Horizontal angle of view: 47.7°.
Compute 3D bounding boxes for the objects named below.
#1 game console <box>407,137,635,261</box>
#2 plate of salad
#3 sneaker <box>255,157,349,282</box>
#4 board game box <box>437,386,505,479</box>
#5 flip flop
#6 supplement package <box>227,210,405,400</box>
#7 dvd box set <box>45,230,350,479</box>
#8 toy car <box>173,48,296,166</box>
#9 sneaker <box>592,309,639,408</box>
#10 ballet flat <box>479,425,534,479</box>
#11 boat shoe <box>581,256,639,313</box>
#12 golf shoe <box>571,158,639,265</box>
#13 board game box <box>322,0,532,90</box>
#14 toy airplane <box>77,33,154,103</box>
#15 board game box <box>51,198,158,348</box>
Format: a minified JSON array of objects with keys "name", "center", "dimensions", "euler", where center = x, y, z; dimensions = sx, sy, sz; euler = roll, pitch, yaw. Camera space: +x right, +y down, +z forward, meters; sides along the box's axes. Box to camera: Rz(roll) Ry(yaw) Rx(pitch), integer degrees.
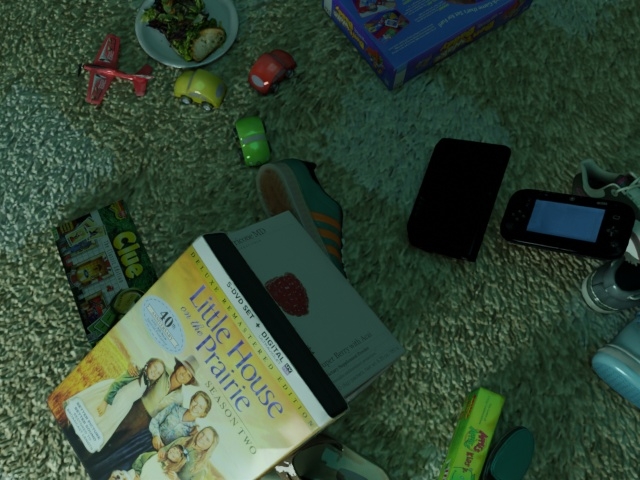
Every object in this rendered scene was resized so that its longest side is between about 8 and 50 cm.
[{"name":"game console","center":[0.333,-0.056,1.215],"dimensions":[0.362,0.044,0.213],"euler":[12,74,29]},{"name":"plate of salad","center":[-0.258,-0.424,1.396],"dimensions":[0.200,0.048,0.199],"euler":[0,72,-1]},{"name":"sneaker","center":[0.000,0.000,1.226],"dimensions":[0.121,0.108,0.302],"euler":[-19,89,-42]},{"name":"board game box","center":[0.229,0.326,1.129],"dimensions":[0.043,0.092,0.181],"euler":[22,72,5]},{"name":"flip flop","center":[-0.016,0.345,1.122],"dimensions":[0.277,0.080,0.112],"euler":[24,72,6]},{"name":"supplement package","center":[-0.053,0.132,1.111],"dimensions":[0.178,0.175,0.293],"euler":[-25,70,-46]},{"name":"dvd box set","center":[-0.197,0.234,1.040],"dimensions":[0.420,0.062,0.307],"euler":[-43,75,25]},{"name":"toy car","center":[-0.139,-0.245,1.334],"dimensions":[0.239,0.053,0.224],"euler":[-15,72,-6]},{"name":"sneaker","center":[0.626,0.220,1.160],"dimensions":[0.319,0.127,0.208],"euler":[40,76,10]},{"name":"ballet flat","center":[0.263,0.380,1.123],"dimensions":[0.072,0.068,0.213],"euler":[40,62,-14]},{"name":"boat shoe","center":[0.604,0.030,1.236],"dimensions":[0.320,0.099,0.116],"euler":[-23,73,-9]},{"name":"golf shoe","center":[0.512,-0.041,1.182],"dimensions":[0.105,0.120,0.273],"euler":[-30,34,-16]},{"name":"board game box","center":[0.211,-0.476,1.410],"dimensions":[0.347,0.078,0.233],"euler":[-32,75,-11]},{"name":"toy airplane","center":[-0.383,-0.317,1.366],"dimensions":[0.151,0.028,0.151],"euler":[0,73,-1]},{"name":"board game box","center":[-0.349,0.048,1.198],"dimensions":[0.136,0.030,0.259],"euler":[-24,53,-13]}]
